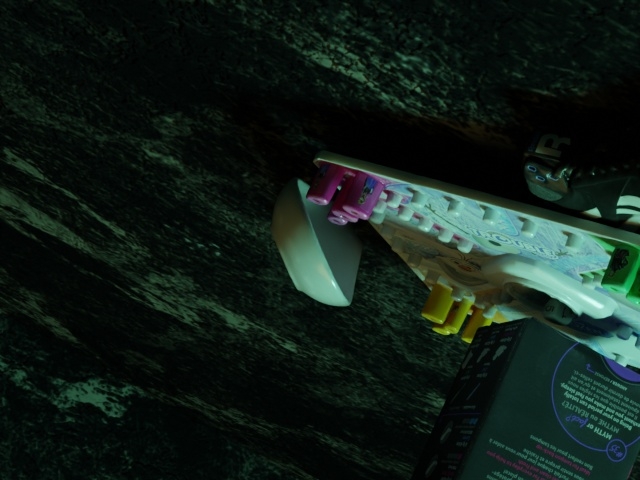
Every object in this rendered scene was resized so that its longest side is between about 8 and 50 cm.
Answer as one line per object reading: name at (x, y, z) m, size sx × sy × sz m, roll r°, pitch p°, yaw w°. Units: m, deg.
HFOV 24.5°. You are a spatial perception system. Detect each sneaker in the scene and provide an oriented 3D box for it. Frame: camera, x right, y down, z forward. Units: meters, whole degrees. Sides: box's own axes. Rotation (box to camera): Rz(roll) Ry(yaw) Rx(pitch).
sneaker at (0.230, -0.065, 1.208) m, size 0.121 × 0.079 × 0.217 m, roll 22°, pitch 160°, yaw -1°

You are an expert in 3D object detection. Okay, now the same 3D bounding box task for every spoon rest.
spoon rest at (0.000, 0.000, 1.527) m, size 0.276 × 0.084 × 0.137 m, roll -142°, pitch 29°, yaw -89°

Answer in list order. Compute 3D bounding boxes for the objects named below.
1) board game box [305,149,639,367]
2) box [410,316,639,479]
board game box at (0.218, 0.058, 1.460) m, size 0.390 × 0.050 × 0.390 m, roll 18°, pitch 165°, yaw 32°
box at (0.196, 0.233, 1.468) m, size 0.165 × 0.270 × 0.143 m, roll 28°, pitch 166°, yaw -9°
